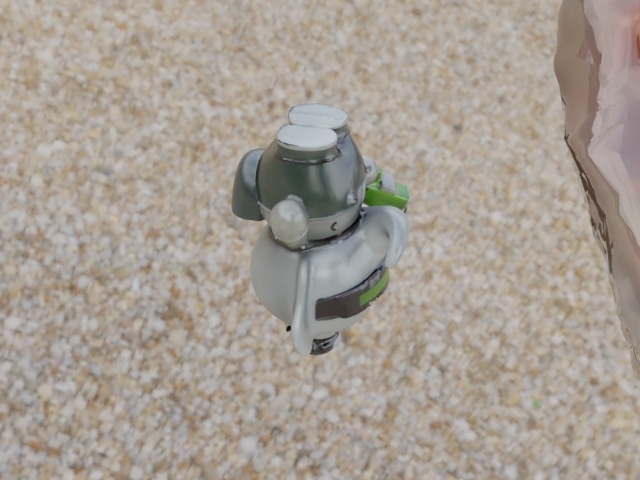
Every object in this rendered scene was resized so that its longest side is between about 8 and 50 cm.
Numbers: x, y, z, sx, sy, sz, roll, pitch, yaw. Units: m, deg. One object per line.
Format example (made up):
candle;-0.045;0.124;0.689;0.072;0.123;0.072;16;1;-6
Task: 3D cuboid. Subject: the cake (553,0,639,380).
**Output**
cake;0.245;0.005;0.346;0.230;0.309;0.237;54;19;-50

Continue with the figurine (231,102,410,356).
figurine;0.000;0.000;0.830;0.126;0.192;0.147;5;36;5
